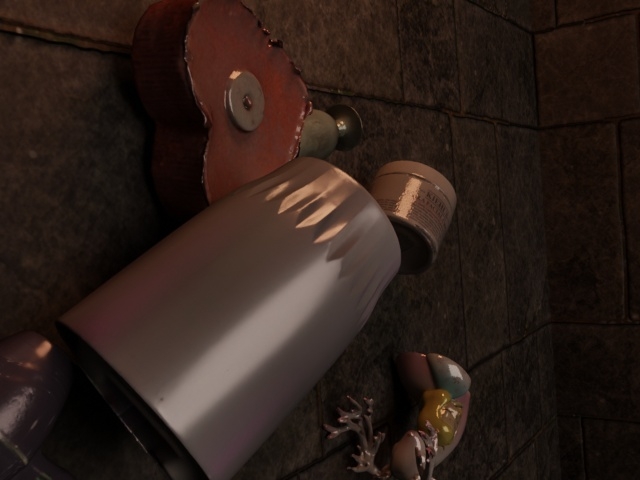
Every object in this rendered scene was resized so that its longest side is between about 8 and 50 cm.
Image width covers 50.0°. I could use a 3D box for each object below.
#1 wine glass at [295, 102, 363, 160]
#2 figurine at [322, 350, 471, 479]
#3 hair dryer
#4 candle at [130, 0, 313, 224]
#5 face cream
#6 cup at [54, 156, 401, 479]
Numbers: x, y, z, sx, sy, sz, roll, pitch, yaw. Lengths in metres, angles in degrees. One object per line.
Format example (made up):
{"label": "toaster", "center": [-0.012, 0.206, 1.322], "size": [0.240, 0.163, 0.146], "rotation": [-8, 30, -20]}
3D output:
{"label": "wine glass", "center": [-0.013, -0.178, 1.165], "size": [0.202, 0.093, 0.092], "rotation": [-30, 112, -53]}
{"label": "figurine", "center": [0.166, 0.353, 1.321], "size": [0.284, 0.207, 0.315], "rotation": [67, 33, -36]}
{"label": "hair dryer", "center": [-0.314, 0.301, 0.700], "size": [0.301, 0.121, 0.361], "rotation": [-53, 135, -32]}
{"label": "candle", "center": [-0.132, -0.188, 0.964], "size": [0.287, 0.132, 0.316], "rotation": [-36, 127, -49]}
{"label": "face cream", "center": [0.160, -0.041, 1.330], "size": [0.177, 0.177, 0.152], "rotation": [57, 45, -36]}
{"label": "cup", "center": [-0.097, 0.084, 0.806], "size": [0.371, 0.253, 0.253], "rotation": [-43, 124, -26]}
